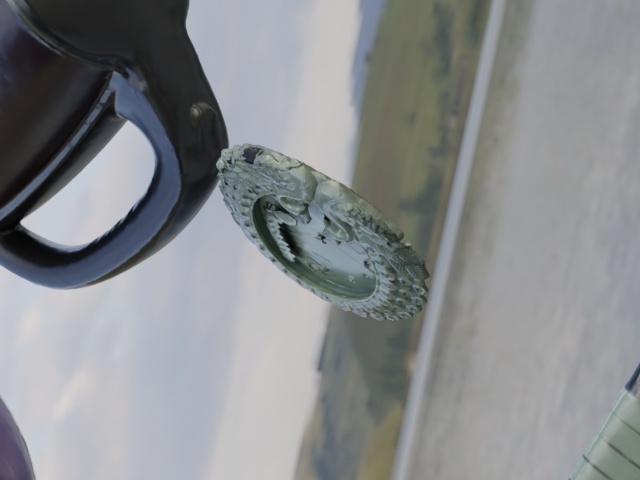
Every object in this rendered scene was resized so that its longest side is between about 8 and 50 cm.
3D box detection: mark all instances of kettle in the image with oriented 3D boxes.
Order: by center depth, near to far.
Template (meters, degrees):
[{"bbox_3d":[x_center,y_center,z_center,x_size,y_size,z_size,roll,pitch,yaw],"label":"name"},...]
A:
[{"bbox_3d":[-0.153,-0.068,0.886,0.144,0.202,0.232,-27,-1,-42],"label":"kettle"}]

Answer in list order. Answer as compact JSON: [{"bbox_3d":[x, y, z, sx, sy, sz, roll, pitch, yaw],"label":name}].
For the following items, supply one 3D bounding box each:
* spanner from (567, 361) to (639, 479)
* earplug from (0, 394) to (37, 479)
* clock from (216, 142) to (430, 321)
[{"bbox_3d":[0.158,0.078,0.901,0.316,0.087,0.024,-60,-5,3],"label":"spanner"},{"bbox_3d":[-0.254,0.164,0.607,0.456,0.215,0.215,-41,-34,-58],"label":"earplug"},{"bbox_3d":[0.000,0.000,0.557,0.010,0.074,0.083,-56,-14,-21],"label":"clock"}]
